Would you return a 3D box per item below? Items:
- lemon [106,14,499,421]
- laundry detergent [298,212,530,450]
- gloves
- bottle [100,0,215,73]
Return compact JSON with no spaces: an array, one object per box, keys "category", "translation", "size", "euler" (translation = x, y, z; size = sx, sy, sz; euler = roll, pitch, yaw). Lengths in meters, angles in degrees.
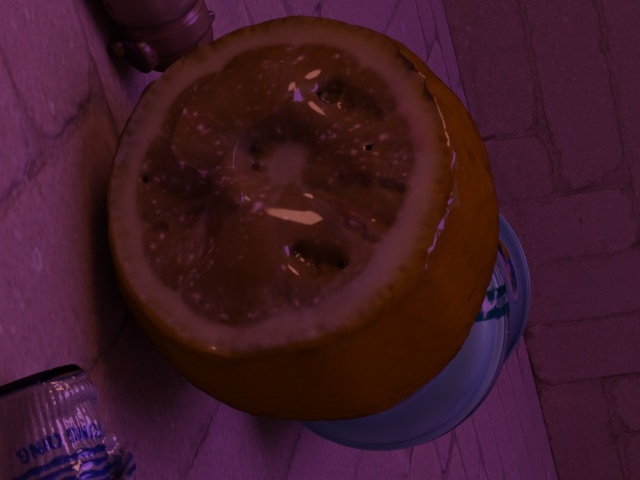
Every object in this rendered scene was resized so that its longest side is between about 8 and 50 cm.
[{"category":"lemon","translation":[0.000,0.000,1.290],"size":[0.364,0.364,0.364],"euler":[-10,90,-75]},{"category":"laundry detergent","translation":[0.078,0.075,1.610],"size":[0.305,0.287,0.287],"euler":[-25,105,-75]},{"category":"gloves","translation":[-0.178,0.202,1.008],"size":[0.119,0.097,0.229],"euler":[-15,101,-44]},{"category":"bottle","translation":[-0.167,-0.246,1.307],"size":[0.110,0.097,0.209],"euler":[-43,132,-26]}]
